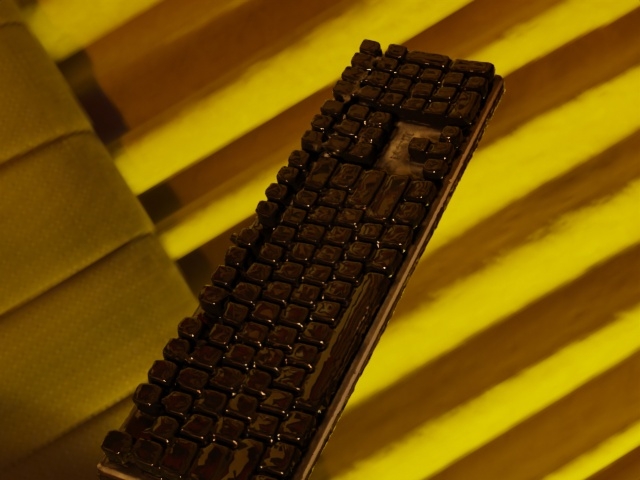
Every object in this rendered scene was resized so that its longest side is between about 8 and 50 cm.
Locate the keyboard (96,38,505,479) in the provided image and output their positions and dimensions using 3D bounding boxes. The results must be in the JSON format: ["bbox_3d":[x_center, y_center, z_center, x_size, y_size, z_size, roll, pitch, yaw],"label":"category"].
[{"bbox_3d":[0.000,0.000,0.527,0.106,0.317,0.027,13,-39,22],"label":"keyboard"}]
